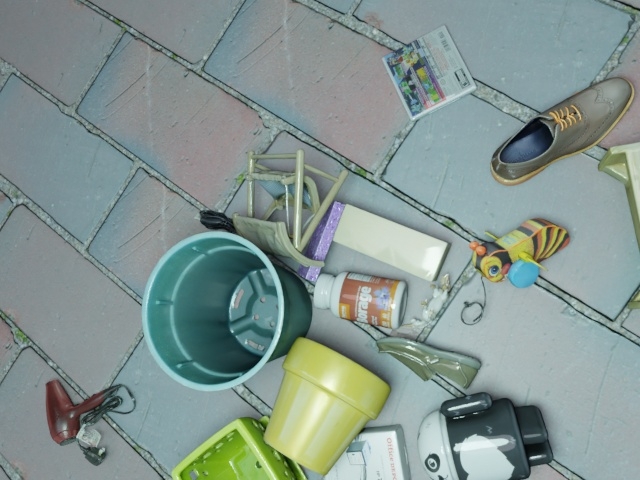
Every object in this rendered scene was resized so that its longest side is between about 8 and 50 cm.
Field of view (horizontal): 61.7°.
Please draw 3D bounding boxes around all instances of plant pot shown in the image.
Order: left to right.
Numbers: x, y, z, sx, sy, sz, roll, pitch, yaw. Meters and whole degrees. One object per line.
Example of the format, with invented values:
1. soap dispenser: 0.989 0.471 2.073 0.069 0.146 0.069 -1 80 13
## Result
1. plant pot: -0.188 0.172 1.304 0.341 0.334 0.340 -3 80 18
2. plant pot: -0.180 0.573 1.309 0.228 0.207 0.227 -40 72 9
3. plant pot: -0.001 0.385 1.226 0.254 0.254 0.239 23 73 19

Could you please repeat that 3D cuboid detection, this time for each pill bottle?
1. pill bottle: 0.099 0.143 1.329 0.216 0.121 0.121 8 85 19

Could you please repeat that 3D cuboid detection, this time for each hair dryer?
1. hair dryer: -0.692 0.496 1.568 0.294 0.080 0.223 22 73 14

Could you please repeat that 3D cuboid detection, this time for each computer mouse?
1. computer mouse: -0.304 0.053 1.496 0.189 0.072 0.272 16 87 18

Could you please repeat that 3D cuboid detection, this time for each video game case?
1. video game case: 0.283 -0.438 1.410 0.184 0.023 0.201 -25 76 13

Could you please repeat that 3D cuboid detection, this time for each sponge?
1. sponge: 0.000 0.000 1.386 0.031 0.117 0.210 21 89 -13

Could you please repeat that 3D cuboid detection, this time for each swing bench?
1. swing bench: -0.092 -0.082 1.341 0.253 0.165 0.254 11 83 54

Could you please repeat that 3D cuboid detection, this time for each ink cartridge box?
1. ink cartridge box: 0.108 0.529 1.290 0.191 0.082 0.139 -13 77 18

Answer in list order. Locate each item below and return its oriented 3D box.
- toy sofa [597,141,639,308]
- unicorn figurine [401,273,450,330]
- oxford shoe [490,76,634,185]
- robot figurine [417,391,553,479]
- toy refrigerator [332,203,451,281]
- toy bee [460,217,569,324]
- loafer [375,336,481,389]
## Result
1. toy sofa: 0.730 -0.035 1.141 0.177 0.150 0.362 -9 79 17
2. unicorn figurine: 0.266 0.161 1.293 0.162 0.111 0.060 -39 62 -6
3. oxford shoe: 0.562 -0.258 1.235 0.364 0.133 0.130 -37 72 9
4. robot figurine: 0.353 0.445 1.175 0.278 0.173 0.209 -14 70 15
5. toy refrigerator: 0.178 0.005 1.342 0.270 0.094 0.102 22 95 20
6. toy bee: 0.418 0.042 1.205 0.298 0.162 0.195 -52 31 -17
7. loafer: 0.248 0.290 1.274 0.251 0.094 0.087 13 82 19
